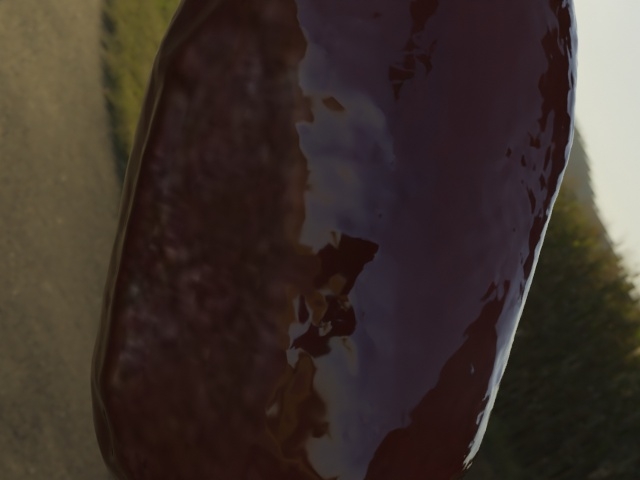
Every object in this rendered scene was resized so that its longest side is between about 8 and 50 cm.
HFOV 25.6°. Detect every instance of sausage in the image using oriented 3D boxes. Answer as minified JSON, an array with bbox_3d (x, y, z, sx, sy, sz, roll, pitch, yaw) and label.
[{"bbox_3d":[0.000,0.000,0.469,0.148,0.148,0.254,-68,166,-81],"label":"sausage"}]
